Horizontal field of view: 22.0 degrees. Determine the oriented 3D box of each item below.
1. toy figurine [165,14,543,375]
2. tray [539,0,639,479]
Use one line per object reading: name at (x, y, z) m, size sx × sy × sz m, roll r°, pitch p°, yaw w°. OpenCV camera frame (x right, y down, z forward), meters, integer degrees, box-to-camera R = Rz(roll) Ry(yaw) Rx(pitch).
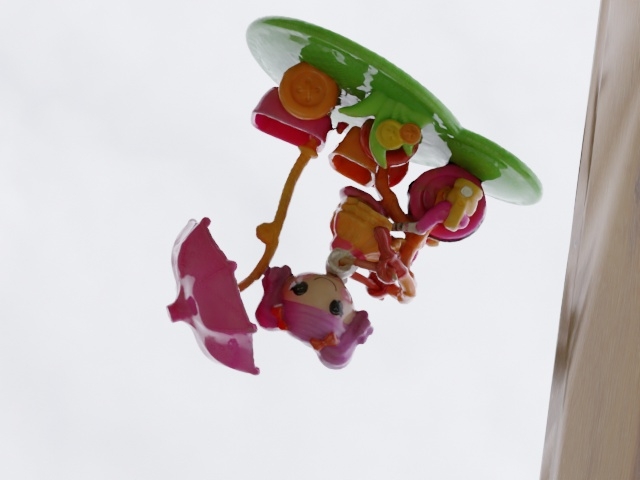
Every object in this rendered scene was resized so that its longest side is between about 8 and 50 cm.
toy figurine at (0.000, 0.000, 0.821) m, size 0.173 × 0.130 × 0.159 m, roll 30°, pitch -102°, yaw 1°
tray at (0.151, 0.009, 0.508) m, size 0.076 × 0.203 × 0.410 m, roll 8°, pitch -93°, yaw -20°
